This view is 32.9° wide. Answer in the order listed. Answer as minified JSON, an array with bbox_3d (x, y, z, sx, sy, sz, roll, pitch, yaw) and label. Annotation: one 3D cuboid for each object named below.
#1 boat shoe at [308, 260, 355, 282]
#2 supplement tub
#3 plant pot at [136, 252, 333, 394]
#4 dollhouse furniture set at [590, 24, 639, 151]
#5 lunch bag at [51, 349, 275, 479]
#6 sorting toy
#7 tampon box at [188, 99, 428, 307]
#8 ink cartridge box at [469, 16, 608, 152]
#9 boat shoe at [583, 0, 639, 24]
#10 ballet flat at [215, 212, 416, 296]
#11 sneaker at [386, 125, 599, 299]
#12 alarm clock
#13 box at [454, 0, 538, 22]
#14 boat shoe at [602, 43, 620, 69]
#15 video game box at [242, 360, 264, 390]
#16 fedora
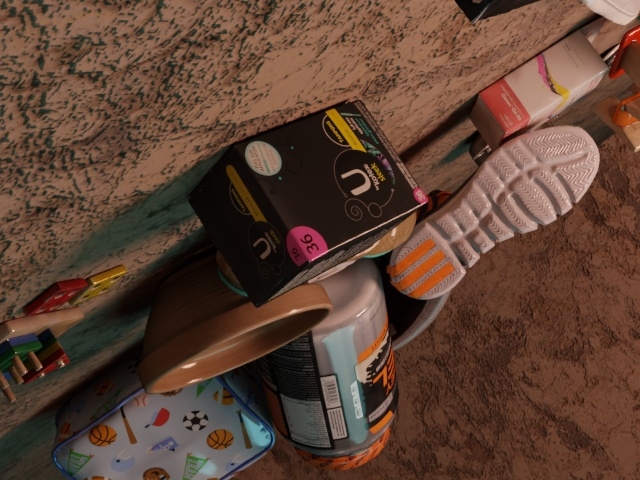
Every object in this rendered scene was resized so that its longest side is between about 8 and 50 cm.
[{"bbox_3d":[0.000,0.000,1.407,0.258,0.095,0.084,-21,174,-12],"label":"boat shoe"},{"bbox_3d":[0.007,0.168,1.526,0.194,0.193,0.316,-31,135,-22],"label":"supplement tub"},{"bbox_3d":[-0.113,0.081,1.257,0.237,0.109,0.237,-23,168,-5],"label":"plant pot"},{"bbox_3d":[0.474,-0.281,1.389,0.259,0.135,0.262,-27,151,-22],"label":"dollhouse furniture set"},{"bbox_3d":[-0.229,0.286,1.591,0.303,0.243,0.115,-34,-151,10],"label":"lunch bag"},{"bbox_3d":[-0.295,0.120,1.048,0.275,0.046,0.132,-36,172,15],"label":"sorting toy"},{"bbox_3d":[-0.011,-0.036,0.978,0.161,0.120,0.101,-27,170,-41],"label":"tampon box"},{"bbox_3d":[0.298,-0.202,1.414,0.198,0.067,0.115,-33,172,-3],"label":"ink cartridge box"},{"bbox_3d":[0.301,-0.266,1.094,0.063,0.066,0.184,-37,162,28],"label":"boat shoe"},{"bbox_3d":[0.019,-0.038,1.226,0.342,0.116,0.124,-19,142,-47],"label":"ballet flat"},{"bbox_3d":[0.215,-0.054,1.465,0.321,0.124,0.180,-34,-170,4],"label":"sneaker"},{"bbox_3d":[0.280,-0.153,1.650,0.129,0.064,0.192,-39,173,37],"label":"alarm clock"},{"bbox_3d":[0.248,-0.279,0.729,0.322,0.079,0.257,-26,171,-43],"label":"box"},{"bbox_3d":[0.479,-0.287,1.733,0.046,0.038,0.125,-39,171,20],"label":"boat shoe"},{"bbox_3d":[-0.062,0.164,1.737,0.205,0.187,0.048,-26,169,-42],"label":"video game box"},{"bbox_3d":[0.067,0.054,1.656,0.244,0.124,0.275,8,125,-20],"label":"fedora"}]
